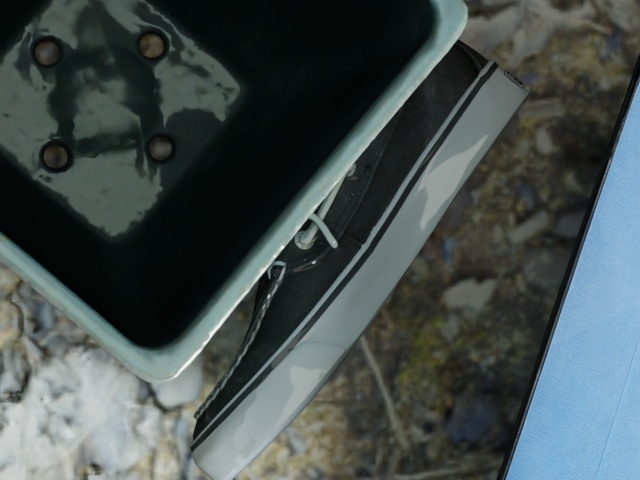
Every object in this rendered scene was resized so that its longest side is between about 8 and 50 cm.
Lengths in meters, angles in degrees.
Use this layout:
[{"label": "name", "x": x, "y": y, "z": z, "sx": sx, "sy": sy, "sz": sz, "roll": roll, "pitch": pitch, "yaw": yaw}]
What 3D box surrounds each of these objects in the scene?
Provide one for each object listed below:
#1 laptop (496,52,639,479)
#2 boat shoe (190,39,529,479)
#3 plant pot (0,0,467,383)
[{"label": "laptop", "x": 0.344, "y": 0.114, "z": 0.988, "sx": 0.407, "sy": 0.236, "sz": 0.382, "roll": 14, "pitch": 73, "yaw": 21}, {"label": "boat shoe", "x": 0.001, "y": -0.001, "z": 1.055, "sx": 0.105, "sy": 0.113, "sz": 0.306, "roll": 36, "pitch": 82, "yaw": 1}, {"label": "plant pot", "x": -0.112, "y": -0.090, "z": 0.967, "sx": 0.248, "sy": 0.252, "sz": 0.247, "roll": 40, "pitch": 81, "yaw": -5}]
